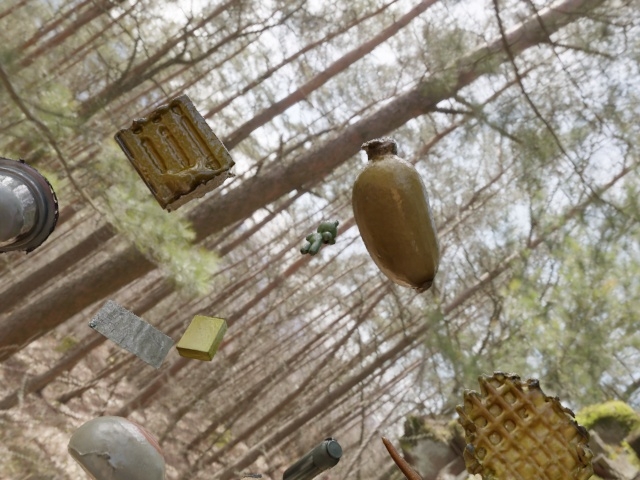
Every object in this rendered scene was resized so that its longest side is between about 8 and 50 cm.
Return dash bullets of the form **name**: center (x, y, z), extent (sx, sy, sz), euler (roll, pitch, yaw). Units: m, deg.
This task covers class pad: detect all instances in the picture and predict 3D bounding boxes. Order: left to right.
- **pad**: center (-0.615, 0.304, 1.880), extent (0.265, 0.009, 0.160), euler (36, 24, -11)

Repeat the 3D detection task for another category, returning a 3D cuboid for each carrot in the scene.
- **carrot**: center (0.255, 0.706, 1.828), extent (0.190, 0.037, 0.037), euler (48, -9, 26)

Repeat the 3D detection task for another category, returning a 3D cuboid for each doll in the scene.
- **doll**: center (0.000, 0.000, 1.778), extent (0.115, 0.150, 0.078), euler (-8, -59, 53)

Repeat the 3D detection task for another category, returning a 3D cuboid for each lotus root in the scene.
- **lotus root**: center (0.135, -0.041, 1.051), extent (0.146, 0.130, 0.304), euler (-14, -86, 43)

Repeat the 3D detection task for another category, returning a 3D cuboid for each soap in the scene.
- **soap**: center (-0.433, -0.257, 1.718), extent (0.281, 0.259, 0.143), euler (56, -14, 4)

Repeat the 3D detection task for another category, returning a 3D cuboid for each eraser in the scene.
- **eraser**: center (-0.320, 0.264, 1.556), extent (0.122, 0.097, 0.045), euler (-66, 156, -46)

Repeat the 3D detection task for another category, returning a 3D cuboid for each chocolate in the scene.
- **chocolate**: center (-0.654, -0.054, 1.135), extent (0.221, 0.221, 0.147), euler (57, 12, -11)

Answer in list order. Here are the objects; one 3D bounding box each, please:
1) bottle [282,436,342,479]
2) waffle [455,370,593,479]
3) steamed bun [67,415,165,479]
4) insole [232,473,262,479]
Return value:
- **bottle**: center (-0.025, 0.699, 1.789), extent (0.079, 0.254, 0.096), euler (30, 36, -17)
- **waffle**: center (0.425, 0.407, 1.197), extent (0.060, 0.280, 0.263), euler (78, 17, -66)
- **steamed bun**: center (-0.531, 0.585, 1.539), extent (0.282, 0.177, 0.283), euler (30, -36, 25)
- **insole**: center (-0.186, 0.606, 1.448), extent (0.192, 0.063, 0.010), euler (127, -40, -58)
